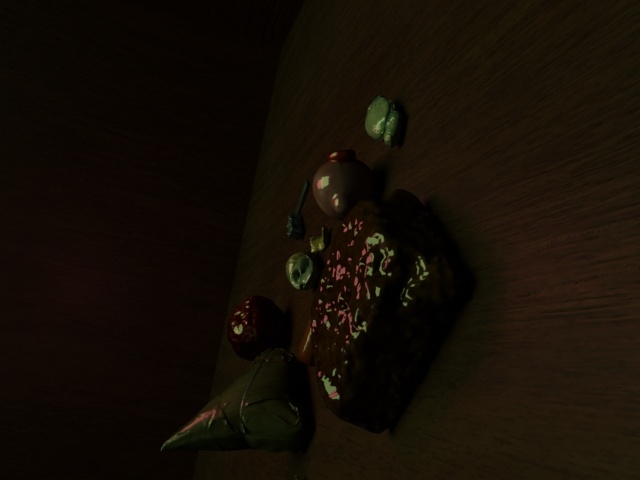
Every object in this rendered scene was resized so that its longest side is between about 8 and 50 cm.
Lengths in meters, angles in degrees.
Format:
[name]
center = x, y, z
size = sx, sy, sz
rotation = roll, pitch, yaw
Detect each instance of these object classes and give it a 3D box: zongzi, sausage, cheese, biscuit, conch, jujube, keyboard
[zongzi]
center = -0.239, 0.459, 1.711
size = 0.356, 0.392, 0.174
rotation = -97, 2, -63
[sausage]
center = -0.005, 0.248, 1.608
size = 0.076, 0.076, 0.198
rotation = -126, 52, -71
[cheese]
center = 0.000, 0.001, 1.873
size = 0.084, 0.041, 0.060
rotation = -40, 44, 41
[biscuit]
center = 0.099, 0.125, 1.155
size = 0.343, 0.166, 0.395
rotation = -99, 26, -61
[conch]
center = -0.052, 0.098, 1.875
size = 0.173, 0.105, 0.116
rotation = 40, 108, 58
[jujube]
center = -0.220, 0.309, 2.091
size = 0.232, 0.212, 0.213
rotation = -88, 18, -59
[keyboard]
center = -0.078, -0.154, 2.352
size = 0.055, 0.014, 0.176
rotation = -104, 31, -62

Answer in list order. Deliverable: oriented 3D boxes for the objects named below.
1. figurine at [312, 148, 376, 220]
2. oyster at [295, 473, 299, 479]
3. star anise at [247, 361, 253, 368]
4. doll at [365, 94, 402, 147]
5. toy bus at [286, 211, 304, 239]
[figurine]
center = 0.062, -0.134, 1.521
size = 0.173, 0.173, 0.174
rotation = -166, 90, -75
[oyster]
center = -0.050, 0.654, 1.501
size = 0.132, 0.029, 0.086
rotation = -129, 48, -68
[star anise]
center = -0.234, 0.424, 2.187
size = 0.073, 0.177, 0.234
rotation = -46, 43, 21
[doll]
center = 0.158, -0.307, 1.499
size = 0.214, 0.071, 0.104
rotation = -107, 32, -57
[toy bus]
center = -0.097, -0.055, 2.243
size = 0.153, 0.061, 0.051
rotation = -102, 28, -62
